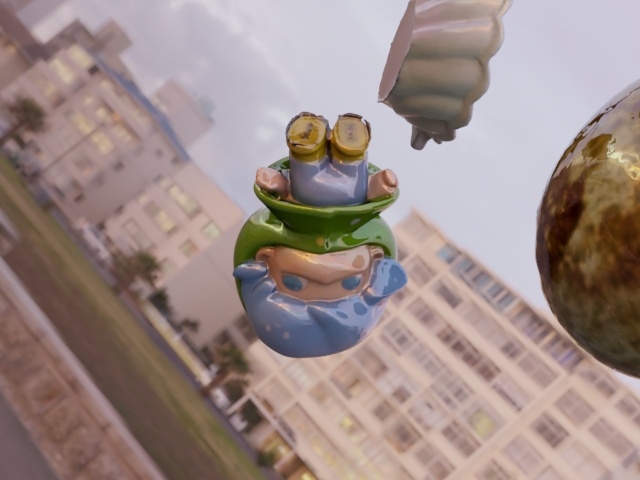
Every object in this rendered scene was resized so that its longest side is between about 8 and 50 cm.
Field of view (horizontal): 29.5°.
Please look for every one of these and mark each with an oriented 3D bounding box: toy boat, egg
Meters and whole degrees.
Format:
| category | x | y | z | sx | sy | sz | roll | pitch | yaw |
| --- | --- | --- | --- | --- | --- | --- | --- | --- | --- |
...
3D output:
| category | x | y | z | sx | sy | sz | roll | pitch | yaw |
| --- | --- | --- | --- | --- | --- | --- | --- | --- | --- |
| toy boat | 0.138 | -0.215 | 1.430 | 0.100 | 0.199 | 0.290 | 14 | -26 | -6 |
| egg | 0.308 | -0.019 | 1.051 | 0.238 | 0.289 | 0.238 | 10 | -15 | 3 |

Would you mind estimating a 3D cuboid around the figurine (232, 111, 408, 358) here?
| category | x | y | z | sx | sy | sz | roll | pitch | yaw |
| --- | --- | --- | --- | --- | --- | --- | --- | --- | --- |
| figurine | 0.000 | 0.000 | 1.120 | 0.143 | 0.162 | 0.263 | -105 | -164 | -47 |
